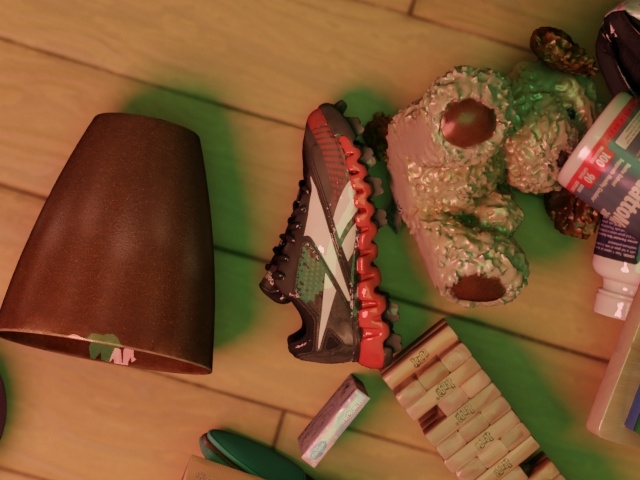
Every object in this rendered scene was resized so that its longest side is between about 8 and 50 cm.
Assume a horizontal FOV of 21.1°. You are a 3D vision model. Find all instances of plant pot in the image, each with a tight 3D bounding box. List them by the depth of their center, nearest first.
[{"bbox_3d":[-0.193,-0.001,1.688,0.215,0.215,0.230,10,80,-3],"label":"plant pot"}]

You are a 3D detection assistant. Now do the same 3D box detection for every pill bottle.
[{"bbox_3d":[0.324,-0.047,1.616,0.180,0.108,0.108,36,93,8],"label":"pill bottle"},{"bbox_3d":[0.329,-0.003,1.751,0.094,0.094,0.169,12,94,-4],"label":"pill bottle"}]

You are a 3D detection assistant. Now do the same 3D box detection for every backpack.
[{"bbox_3d":[0.353,-0.168,1.650,0.115,0.152,0.182,-40,84,-24],"label":"backpack"}]

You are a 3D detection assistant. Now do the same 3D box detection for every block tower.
[{"bbox_3d":[0.196,0.244,1.769,0.097,0.091,0.335,-38,95,2],"label":"block tower"}]

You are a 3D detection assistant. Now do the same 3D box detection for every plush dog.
[{"bbox_3d":[0.182,-0.095,1.716,0.225,0.210,0.262,-17,122,-16],"label":"plush dog"}]

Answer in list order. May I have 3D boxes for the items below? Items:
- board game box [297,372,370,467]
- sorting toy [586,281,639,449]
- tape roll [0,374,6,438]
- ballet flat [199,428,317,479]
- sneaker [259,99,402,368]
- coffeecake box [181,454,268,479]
[{"bbox_3d":[0.013,0.183,1.754,0.020,0.090,0.090,39,93,-5],"label":"board game box"},{"bbox_3d":[0.430,0.114,1.720,0.257,0.089,0.255,18,94,-28],"label":"sorting toy"},{"bbox_3d":[-0.417,0.175,1.740,0.189,0.080,0.189,0,95,-2],"label":"tape roll"},{"bbox_3d":[-0.023,0.279,1.769,0.247,0.083,0.087,23,108,-2],"label":"ballet flat"},{"bbox_3d":[0.000,0.000,1.733,0.135,0.097,0.276,-7,97,-4],"label":"sneaker"},{"bbox_3d":[-0.093,0.320,1.729,0.142,0.068,0.185,19,127,-4],"label":"coffeecake box"}]
